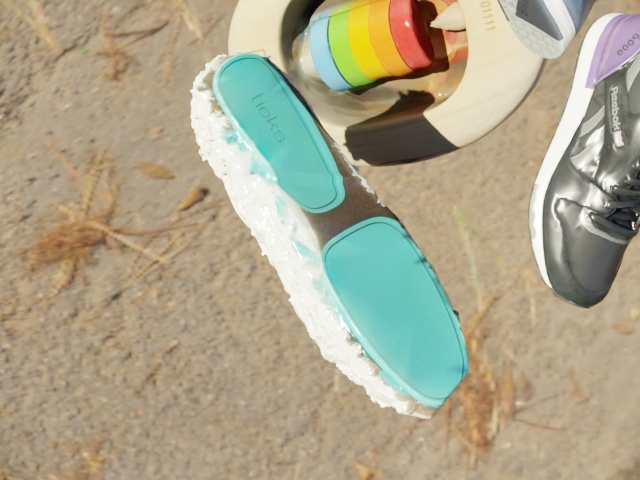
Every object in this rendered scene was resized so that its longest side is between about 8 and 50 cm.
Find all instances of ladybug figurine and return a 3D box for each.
[{"bbox_3d":[0.085,-0.250,1.452,0.162,0.449,0.305,-35,114,-52],"label":"ladybug figurine"}]

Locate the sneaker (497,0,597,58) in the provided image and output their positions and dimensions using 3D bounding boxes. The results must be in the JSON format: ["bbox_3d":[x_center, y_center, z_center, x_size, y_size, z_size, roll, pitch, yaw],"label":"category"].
[{"bbox_3d":[0.214,-0.306,1.107,0.163,0.086,0.226,-48,130,-15],"label":"sneaker"}]

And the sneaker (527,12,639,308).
[{"bbox_3d":[0.279,-0.074,1.087,0.107,0.124,0.283,12,89,-32],"label":"sneaker"}]

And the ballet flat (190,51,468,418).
[{"bbox_3d":[0.000,0.000,1.164,0.147,0.147,0.409,-23,75,-31],"label":"ballet flat"}]
